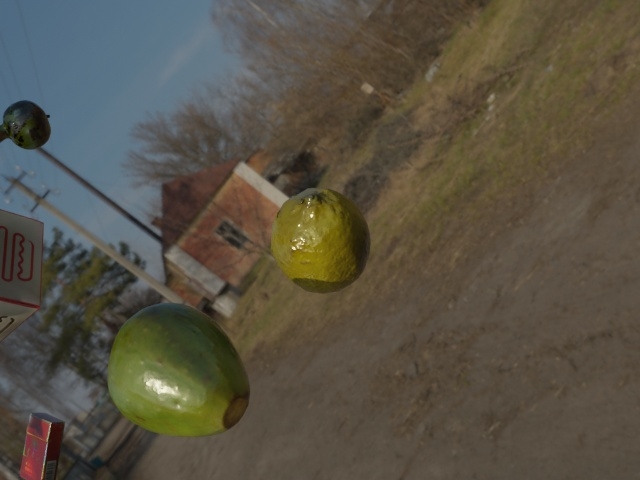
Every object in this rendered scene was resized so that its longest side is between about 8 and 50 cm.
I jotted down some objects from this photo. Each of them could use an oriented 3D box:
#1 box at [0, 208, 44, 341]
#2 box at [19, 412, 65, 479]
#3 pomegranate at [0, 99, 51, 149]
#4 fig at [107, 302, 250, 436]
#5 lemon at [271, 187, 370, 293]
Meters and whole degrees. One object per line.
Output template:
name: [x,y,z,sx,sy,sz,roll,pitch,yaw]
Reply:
box: [-0.995,0.096,1.928,0.314,0.300,0.312,-34,52,31]
box: [-0.754,0.566,1.847,0.112,0.048,0.175,5,86,39]
pomegranate: [-0.876,-0.336,1.983,0.148,0.169,0.148,177,90,-67]
fig: [-0.270,0.263,1.350,0.326,0.258,0.258,16,62,41]
lemon: [0.000,0.000,1.707,0.253,0.253,0.310,-55,-29,-25]
